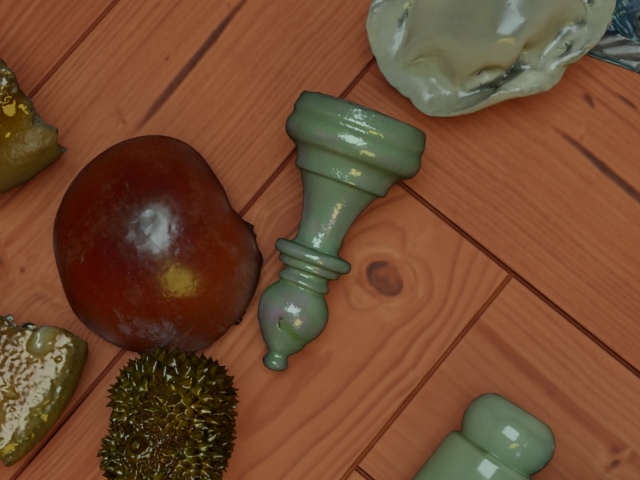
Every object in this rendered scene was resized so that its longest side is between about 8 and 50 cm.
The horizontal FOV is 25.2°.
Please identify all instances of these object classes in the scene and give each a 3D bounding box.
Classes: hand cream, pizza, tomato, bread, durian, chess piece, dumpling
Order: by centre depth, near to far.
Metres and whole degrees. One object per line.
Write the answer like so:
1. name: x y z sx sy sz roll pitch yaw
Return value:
1. durian: -0.139 0.178 1.338 0.137 0.168 0.158 27 98 12
2. hand cream: 0.109 0.288 1.361 0.147 0.093 0.305 33 91 5
3. pizza: -0.335 0.126 1.401 0.194 0.069 0.154 29 81 13
4. tomato: -0.173 0.002 1.401 0.199 0.112 0.228 -39 78 -4
5. chess piece: 0.000 0.000 1.402 0.139 0.139 0.271 19 92 4
6. bread: -0.417 -0.164 1.405 0.192 0.171 0.314 -35 80 -9
7. dumpling: 0.173 -0.212 1.421 0.250 0.132 0.162 -12 85 4

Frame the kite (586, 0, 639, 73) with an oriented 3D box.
1. kite: 0.285 -0.309 1.500 0.335 0.011 0.314 -21 80 -3
